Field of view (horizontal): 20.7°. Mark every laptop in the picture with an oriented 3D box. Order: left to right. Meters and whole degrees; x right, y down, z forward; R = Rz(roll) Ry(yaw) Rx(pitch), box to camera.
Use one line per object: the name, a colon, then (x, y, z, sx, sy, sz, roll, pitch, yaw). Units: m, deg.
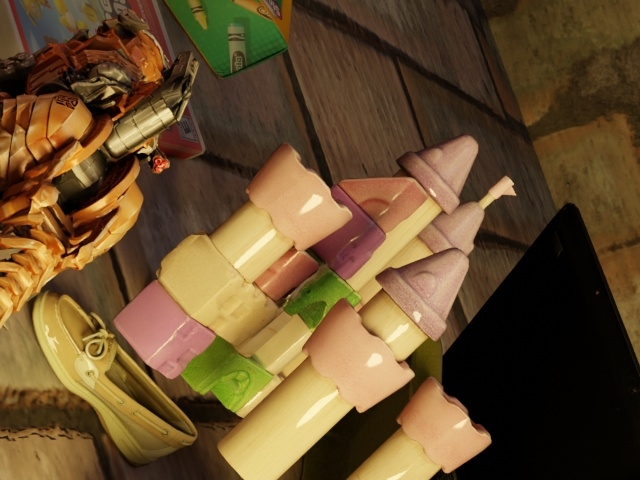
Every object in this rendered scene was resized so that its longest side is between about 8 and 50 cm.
laptop: (0.198, 0.262, 1.351, 0.236, 0.408, 0.382, 26, 26, -20)

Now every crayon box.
crayon box: (-0.126, -0.311, 1.648, 0.278, 0.081, 0.165, 55, 22, -33)

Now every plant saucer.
plant saucer: (0.046, 0.159, 1.422, 0.045, 0.188, 0.188, 28, 31, -12)

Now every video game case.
video game case: (-0.190, -0.175, 1.404, 0.285, 0.025, 0.204, 9, 61, -68)

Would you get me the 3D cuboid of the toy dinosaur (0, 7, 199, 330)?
toy dinosaur: (-0.175, -0.037, 0.982, 0.164, 0.218, 0.322, 66, 18, -5)

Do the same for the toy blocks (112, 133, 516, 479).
toy blocks: (0.000, 0.000, 1.206, 0.309, 0.260, 0.288, 47, 2, 25)

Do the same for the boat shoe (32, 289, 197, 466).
boat shoe: (-0.141, 0.090, 1.196, 0.153, 0.048, 0.056, 59, 20, -25)
